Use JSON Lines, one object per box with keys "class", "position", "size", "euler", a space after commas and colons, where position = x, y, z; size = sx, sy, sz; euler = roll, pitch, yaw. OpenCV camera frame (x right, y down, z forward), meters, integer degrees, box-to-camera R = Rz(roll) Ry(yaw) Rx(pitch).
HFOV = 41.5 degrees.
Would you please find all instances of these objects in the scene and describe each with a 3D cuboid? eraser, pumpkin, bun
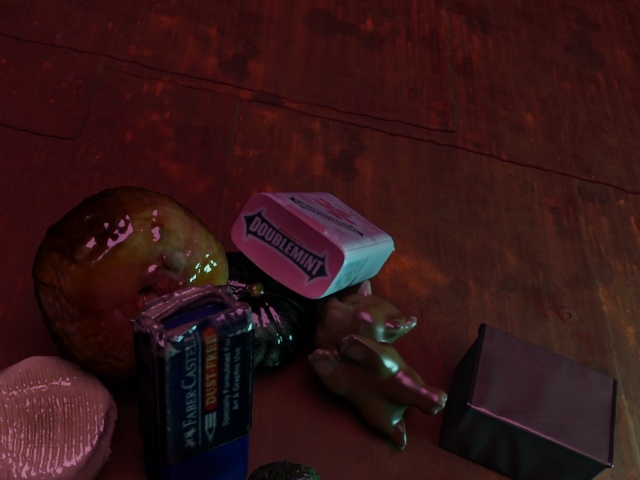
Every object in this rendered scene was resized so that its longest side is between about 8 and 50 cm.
{"class": "eraser", "position": [-0.180, 0.226, 1.205], "size": [0.155, 0.332, 0.101], "euler": [-16, 36, -30]}
{"class": "pumpkin", "position": [-0.116, 0.120, 1.422], "size": [0.221, 0.162, 0.220], "euler": [6, 54, -8]}
{"class": "bun", "position": [-0.404, 0.284, 1.221], "size": [0.220, 0.134, 0.220], "euler": [6, 55, -8]}

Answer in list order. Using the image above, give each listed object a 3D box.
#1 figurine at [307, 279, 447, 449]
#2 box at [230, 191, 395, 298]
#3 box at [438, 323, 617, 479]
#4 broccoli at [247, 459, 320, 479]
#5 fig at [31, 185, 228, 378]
{"class": "figurine", "position": [0.096, 0.192, 1.429], "size": [0.247, 0.177, 0.173], "euler": [34, 34, -1]}
{"class": "box", "position": [0.000, 0.000, 1.464], "size": [0.190, 0.112, 0.370], "euler": [38, 12, 13]}
{"class": "box", "position": [0.351, 0.294, 1.447], "size": [0.252, 0.153, 0.188], "euler": [22, 49, -1]}
{"class": "broccoli", "position": [-0.045, 0.464, 1.148], "size": [0.297, 0.297, 0.297], "euler": [37, 46, -24]}
{"class": "fig", "position": [-0.314, 0.062, 1.328], "size": [0.286, 0.369, 0.286], "euler": [0, 91, -25]}
